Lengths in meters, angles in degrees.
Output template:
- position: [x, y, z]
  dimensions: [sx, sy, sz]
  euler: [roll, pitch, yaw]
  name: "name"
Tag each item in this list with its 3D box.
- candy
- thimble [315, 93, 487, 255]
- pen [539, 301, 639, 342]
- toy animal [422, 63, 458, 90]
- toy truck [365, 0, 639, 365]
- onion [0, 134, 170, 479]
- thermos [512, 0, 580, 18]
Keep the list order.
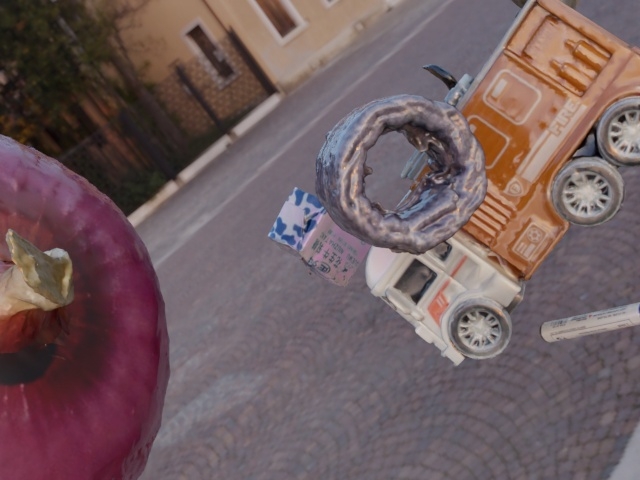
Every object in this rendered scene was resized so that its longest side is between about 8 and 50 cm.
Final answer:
- position: [0.000, 0.000, 1.280]
  dimensions: [0.073, 0.160, 0.092]
  euler: [25, 81, 35]
  name: "candy"
- position: [0.073, -0.062, 0.819]
  dimensions: [0.150, 0.150, 0.098]
  euler: [-40, 11, -10]
  name: "thimble"
- position: [0.313, 0.083, 0.935]
  dimensions: [0.025, 0.025, 0.204]
  euler: [-46, 11, -32]
  name: "pen"
- position: [0.229, -0.197, 1.351]
  dimensions: [0.272, 0.160, 0.197]
  euler: [-47, 47, -6]
  name: "toy animal"
- position: [0.201, -0.067, 0.956]
  dimensions: [0.388, 0.207, 0.173]
  euler: [-57, -5, 22]
  name: "toy truck"
- position: [-0.255, 0.083, 0.648]
  dimensions: [0.344, 0.358, 0.358]
  euler: [-4, 26, 20]
  name: "onion"
- position: [0.300, -0.360, 1.196]
  dimensions: [0.105, 0.137, 0.193]
  euler: [-33, 38, 52]
  name: "thermos"
